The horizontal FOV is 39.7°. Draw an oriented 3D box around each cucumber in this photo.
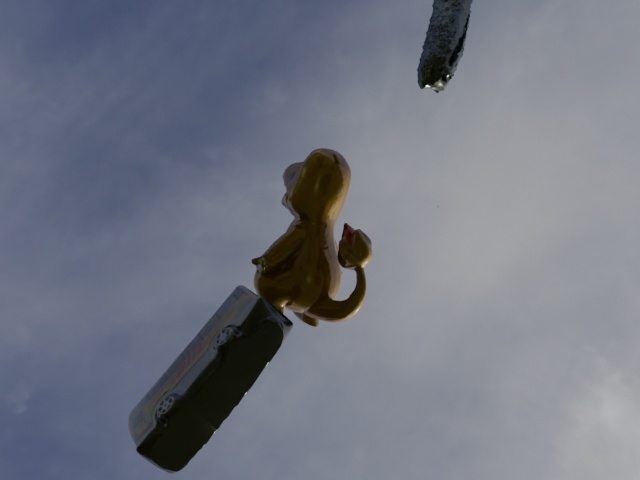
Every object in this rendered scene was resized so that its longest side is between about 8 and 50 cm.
[{"bbox_3d":[0.135,-0.233,0.919,0.044,0.256,0.043,-20,-54,33],"label":"cucumber"}]

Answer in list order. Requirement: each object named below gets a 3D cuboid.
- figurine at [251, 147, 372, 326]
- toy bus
[{"bbox_3d":[0.003,-0.001,0.854,0.122,0.121,0.176,5,-91,43],"label":"figurine"},{"bbox_3d":[-0.100,0.122,0.796,0.172,0.072,0.057,-50,-57,-5],"label":"toy bus"}]
